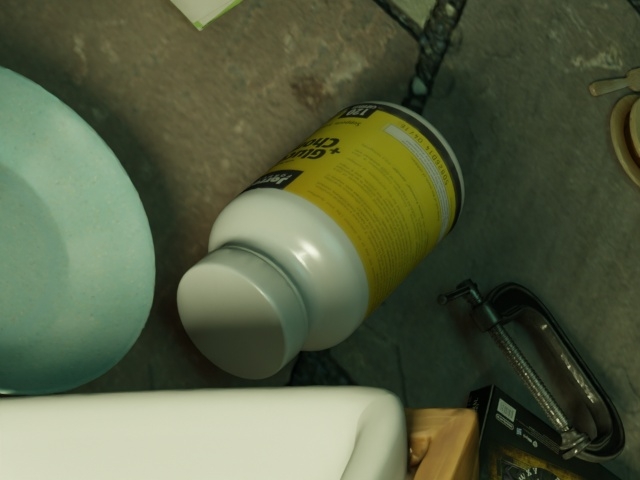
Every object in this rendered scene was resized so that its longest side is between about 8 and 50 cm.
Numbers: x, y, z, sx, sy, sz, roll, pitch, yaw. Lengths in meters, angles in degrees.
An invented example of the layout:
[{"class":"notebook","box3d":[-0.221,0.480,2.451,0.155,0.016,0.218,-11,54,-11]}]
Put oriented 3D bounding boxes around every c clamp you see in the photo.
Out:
[{"class":"c clamp","box3d":[0.143,0.087,1.038,0.161,0.022,0.137,53,26,3]}]

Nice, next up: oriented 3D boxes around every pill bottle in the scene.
[{"class":"pill bottle","box3d":[0.000,0.000,0.911,0.103,0.103,0.184,55,45,-8]}]

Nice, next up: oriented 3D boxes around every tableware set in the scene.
[{"class":"tableware set","box3d":[0.305,-0.090,1.271,0.194,0.039,0.128,-18,84,-45]}]

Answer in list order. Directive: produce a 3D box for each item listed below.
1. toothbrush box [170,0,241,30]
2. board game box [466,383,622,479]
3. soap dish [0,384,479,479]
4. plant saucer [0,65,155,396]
[{"class":"toothbrush box","box3d":[-0.054,-0.307,0.988,0.206,0.122,0.283,46,46,-18]},{"class":"board game box","box3d":[0.155,0.194,1.019,0.186,0.026,0.126,37,51,-25]},{"class":"soap dish","box3d":[-0.087,0.174,0.646,0.118,0.290,0.229,60,41,-32]},{"class":"plant saucer","box3d":[-0.175,-0.004,0.791,0.195,0.037,0.195,25,47,-29]}]
